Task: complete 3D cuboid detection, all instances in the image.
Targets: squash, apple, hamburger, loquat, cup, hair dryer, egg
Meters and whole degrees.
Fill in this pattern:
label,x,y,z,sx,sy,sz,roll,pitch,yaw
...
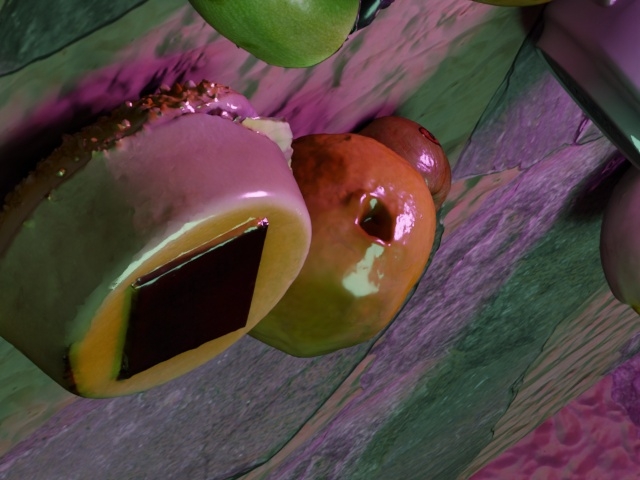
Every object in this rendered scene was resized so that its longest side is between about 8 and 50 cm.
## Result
label,x,y,z,sx,sy,sz,roll,pitch,yaw
squash,-0.046,-0.204,1.465,0.123,0.123,0.187,-42,161,7
apple,0.071,-0.063,1.998,0.126,0.102,0.126,-38,157,-19
hamburger,-0.151,-0.002,1.643,0.302,0.170,0.302,-30,155,-16
loquat,0.000,0.000,1.853,0.238,0.193,0.238,-56,-170,16
cup,0.384,-0.260,1.991,0.327,0.237,0.323,-41,131,3
hair dryer,0.039,-0.203,1.762,0.079,0.031,0.083,-39,171,32
egg,0.540,-0.019,2.675,0.345,0.283,0.283,-34,162,-48

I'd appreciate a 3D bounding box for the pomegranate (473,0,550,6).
label,x,y,z,sx,sy,sz,roll,pitch,yaw
pomegranate,0.135,-0.287,1.481,0.215,0.215,0.215,-34,160,-15
